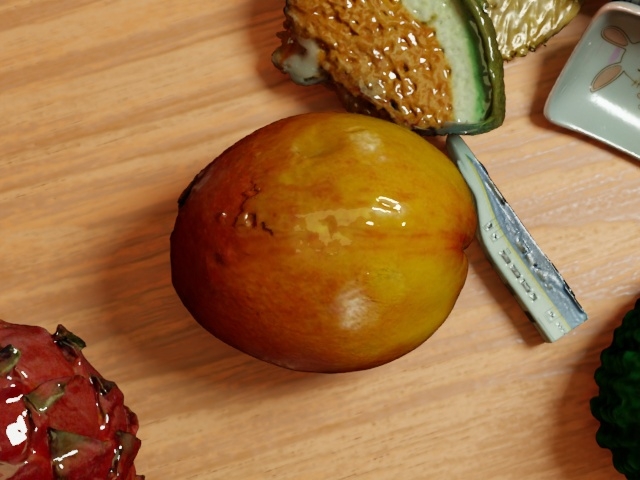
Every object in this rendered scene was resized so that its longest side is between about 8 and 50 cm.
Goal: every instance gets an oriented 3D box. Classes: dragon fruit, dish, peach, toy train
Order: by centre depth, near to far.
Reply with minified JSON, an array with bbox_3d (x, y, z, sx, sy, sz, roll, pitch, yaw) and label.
[{"bbox_3d":[-0.293,0.188,0.996,0.244,0.244,0.299,-21,90,-4],"label":"dragon fruit"},{"bbox_3d":[0.000,0.000,0.998,0.281,0.281,0.238,3,77,-1],"label":"peach"},{"bbox_3d":[0.352,-0.152,1.100,0.212,0.151,0.077,26,42,3],"label":"dish"},{"bbox_3d":[0.185,-0.005,1.111,0.051,0.052,0.234,-35,85,0],"label":"toy train"}]

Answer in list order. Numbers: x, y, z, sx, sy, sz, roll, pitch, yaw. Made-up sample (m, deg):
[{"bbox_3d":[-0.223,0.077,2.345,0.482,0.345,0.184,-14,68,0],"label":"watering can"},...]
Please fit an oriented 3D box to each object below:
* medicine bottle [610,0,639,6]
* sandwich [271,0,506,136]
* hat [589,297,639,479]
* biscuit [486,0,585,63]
[{"bbox_3d":[0.345,-0.279,1.085,0.191,0.107,0.107,18,83,7],"label":"medicine bottle"},{"bbox_3d":[0.072,-0.209,1.086,0.292,0.109,0.212,42,110,7],"label":"sandwich"},{"bbox_3d":[0.394,0.127,0.957,0.242,0.332,0.274,36,86,5],"label":"hat"},{"bbox_3d":[0.172,-0.311,1.156,0.254,0.035,0.254,0,84,-1],"label":"biscuit"}]
